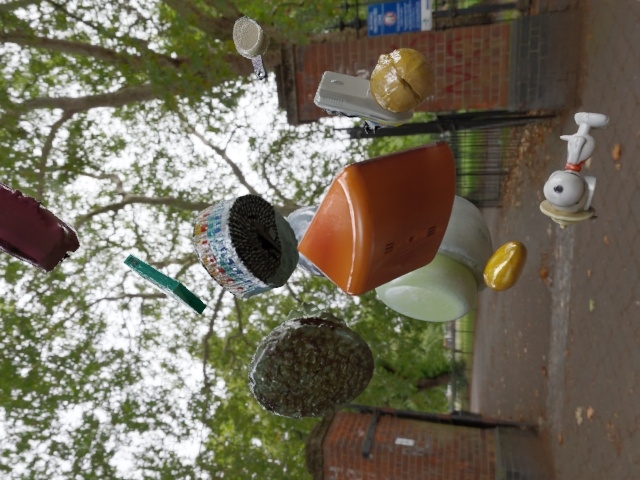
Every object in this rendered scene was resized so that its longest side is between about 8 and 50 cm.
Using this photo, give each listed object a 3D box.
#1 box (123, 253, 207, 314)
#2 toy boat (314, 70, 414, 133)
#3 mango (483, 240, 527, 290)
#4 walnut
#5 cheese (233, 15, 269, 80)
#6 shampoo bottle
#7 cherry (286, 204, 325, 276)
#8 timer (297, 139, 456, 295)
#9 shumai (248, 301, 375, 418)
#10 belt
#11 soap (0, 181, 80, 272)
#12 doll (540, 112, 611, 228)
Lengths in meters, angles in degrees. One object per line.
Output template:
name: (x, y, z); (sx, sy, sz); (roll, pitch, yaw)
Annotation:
box: (-0.455, 0.129, 1.444); (0.042, 0.227, 0.161); (-57, -32, -18)
toy boat: (0.117, -0.374, 1.375); (0.141, 0.270, 0.140); (-157, 90, -80)
mango: (0.246, 0.033, 0.649); (0.060, 0.046, 0.089); (-45, -20, -25)
walnut: (0.201, -0.400, 1.232); (0.206, 0.159, 0.159); (-84, -11, -65)
cheese: (-0.171, -0.514, 1.302); (0.171, 0.092, 0.048); (58, -154, 9)
shampoo bottle: (0.306, 0.038, 1.344); (0.322, 0.323, 0.317); (67, -142, -56)
cherry: (0.000, 0.000, 1.740); (0.218, 0.297, 0.254); (-54, -14, -50)
timer: (0.117, -0.052, 0.898); (0.258, 0.161, 0.249); (-19, -39, -32)
shumai: (-0.031, 0.355, 1.634); (0.348, 0.396, 0.394); (-96, -1, -64)
belt: (-0.167, 0.012, 1.150); (0.257, 0.150, 0.207); (46, -137, -39)
soap: (-0.668, -0.053, 1.017); (0.325, 0.220, 0.127); (36, -108, -26)
doll: (0.678, -0.179, 1.286); (0.208, 0.144, 0.271); (34, -101, -55)
